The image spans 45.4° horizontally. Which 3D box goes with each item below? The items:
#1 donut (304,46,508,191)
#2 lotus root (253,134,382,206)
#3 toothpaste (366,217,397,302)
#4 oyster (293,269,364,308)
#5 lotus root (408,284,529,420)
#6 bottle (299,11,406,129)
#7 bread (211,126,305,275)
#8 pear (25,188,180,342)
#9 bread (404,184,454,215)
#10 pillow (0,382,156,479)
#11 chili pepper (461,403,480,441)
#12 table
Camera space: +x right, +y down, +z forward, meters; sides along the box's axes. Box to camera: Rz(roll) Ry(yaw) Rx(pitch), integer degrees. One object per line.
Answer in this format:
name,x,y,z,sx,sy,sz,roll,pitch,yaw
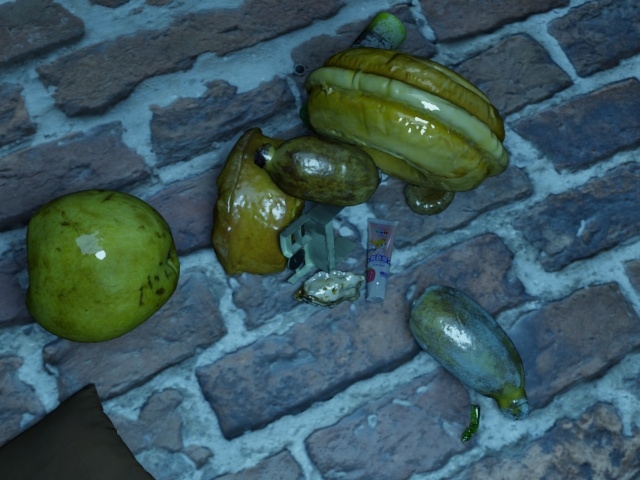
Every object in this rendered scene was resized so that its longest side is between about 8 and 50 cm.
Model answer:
donut,0.173,-0.239,1.561,0.449,0.449,0.198,25,86,6
lotus root,-0.008,-0.140,1.496,0.260,0.145,0.128,10,71,-17
toothpaste,0.129,0.040,1.665,0.067,0.043,0.194,6,63,2
oyster,0.018,0.109,1.622,0.148,0.051,0.103,3,43,4
lotus root,0.318,0.220,1.544,0.322,0.158,0.140,43,98,7
bottle,0.077,-0.393,1.795,0.093,0.093,0.330,34,71,9
bread,-0.122,-0.097,1.624,0.194,0.179,0.340,14,69,1
pear,-0.425,0.044,1.503,0.304,0.304,0.304,1,69,-3
bread,0.247,-0.094,1.710,0.113,0.060,0.082,-14,70,-7
pillow,-0.478,0.452,1.401,0.305,0.108,0.308,-36,56,-18
chili pepper,0.309,0.375,1.559,0.027,0.022,0.083,35,66,-26
table,0.000,0.000,1.591,0.062,0.146,0.175,29,55,29
